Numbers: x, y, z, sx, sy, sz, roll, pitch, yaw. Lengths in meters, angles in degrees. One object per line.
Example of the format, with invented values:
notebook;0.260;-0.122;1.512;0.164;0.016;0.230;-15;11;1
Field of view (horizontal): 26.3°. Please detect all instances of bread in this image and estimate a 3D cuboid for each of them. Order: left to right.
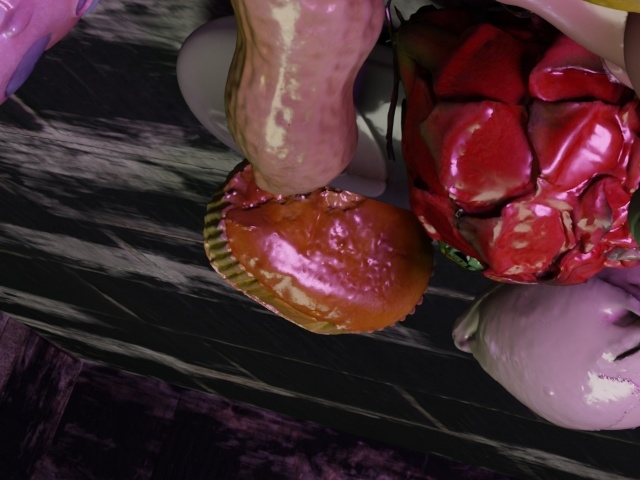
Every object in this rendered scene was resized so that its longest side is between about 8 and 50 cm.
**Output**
bread;0.000;0.000;1.504;0.250;0.179;0.133;32;171;-10

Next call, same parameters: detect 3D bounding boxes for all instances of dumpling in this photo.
dumpling;0.282;0.064;1.182;0.260;0.181;0.341;-15;159;-26

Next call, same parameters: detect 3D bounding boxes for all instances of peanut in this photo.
peanut;-0.014;-0.145;1.059;0.111;0.125;0.275;44;146;31

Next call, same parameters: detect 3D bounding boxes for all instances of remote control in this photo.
remote control;0.026;-0.111;1.231;0.332;0.104;0.221;16;159;10

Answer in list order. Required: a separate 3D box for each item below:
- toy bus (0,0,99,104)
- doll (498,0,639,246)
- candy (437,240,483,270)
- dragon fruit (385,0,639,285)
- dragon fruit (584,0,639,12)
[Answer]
toy bus;-0.332;-0.211;1.090;0.294;0.232;0.197;26;163;-20
doll;0.213;-0.128;0.680;0.216;0.284;0.268;28;-175;-14
candy;0.195;-0.052;1.315;0.083;0.091;0.305;-9;164;-24
dragon fruit;0.156;-0.088;1.031;0.293;0.234;0.234;47;-178;34
dragon fruit;0.066;-0.221;0.631;0.269;0.200;0.198;17;173;15
